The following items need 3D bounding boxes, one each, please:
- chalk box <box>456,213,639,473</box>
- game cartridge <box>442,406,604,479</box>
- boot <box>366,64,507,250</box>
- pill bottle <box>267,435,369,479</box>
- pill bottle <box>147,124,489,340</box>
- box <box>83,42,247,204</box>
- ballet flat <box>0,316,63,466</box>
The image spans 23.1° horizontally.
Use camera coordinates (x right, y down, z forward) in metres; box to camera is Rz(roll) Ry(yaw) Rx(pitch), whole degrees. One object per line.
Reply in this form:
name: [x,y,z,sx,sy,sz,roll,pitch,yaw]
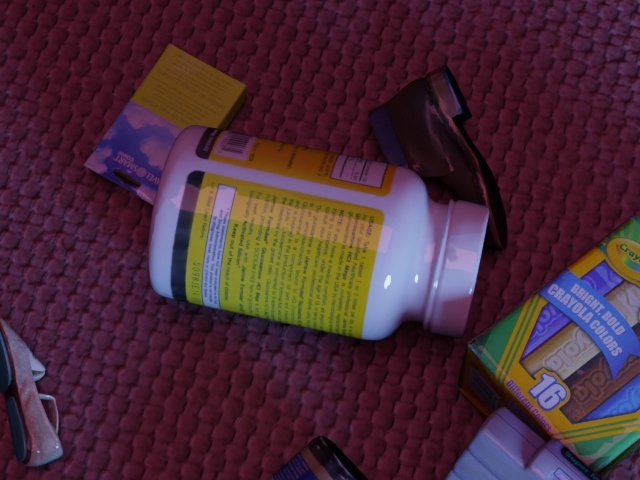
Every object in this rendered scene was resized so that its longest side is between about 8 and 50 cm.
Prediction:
chalk box: [0.309,0.110,1.606,0.289,0.180,0.179,-35,73,-11]
game cartridge: [0.257,0.339,1.498,0.355,0.230,0.068,41,42,14]
boot: [0.132,-0.076,1.747,0.106,0.082,0.219,-22,74,15]
pill bottle: [-0.040,0.308,1.554,0.219,0.123,0.123,-42,74,0]
pill bottle: [0.000,0.000,1.644,0.334,0.188,0.187,12,70,5]
box: [-0.173,-0.124,1.767,0.109,0.042,0.178,29,72,11]
ballet flat: [-0.313,0.160,1.665,0.052,0.057,0.168,-6,71,-32]
